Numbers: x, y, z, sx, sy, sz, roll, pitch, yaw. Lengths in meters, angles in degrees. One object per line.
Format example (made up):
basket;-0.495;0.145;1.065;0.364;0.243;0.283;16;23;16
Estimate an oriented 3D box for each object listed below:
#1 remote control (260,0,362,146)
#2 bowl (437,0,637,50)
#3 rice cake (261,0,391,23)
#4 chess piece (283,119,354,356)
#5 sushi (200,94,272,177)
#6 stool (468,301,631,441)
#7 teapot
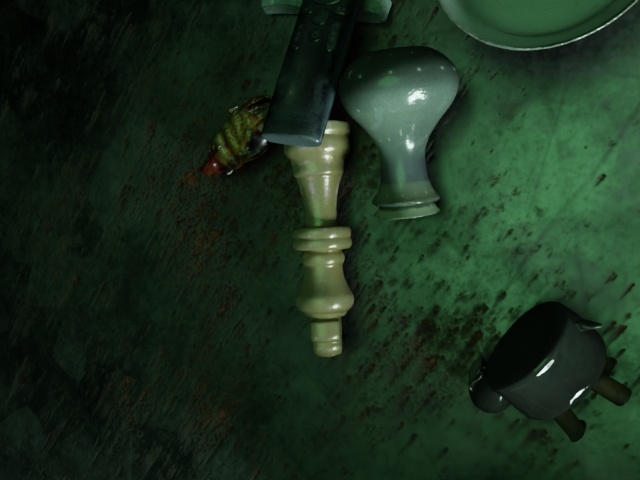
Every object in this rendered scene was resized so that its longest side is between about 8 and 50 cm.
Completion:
remote control;0.001;-0.332;0.917;0.107;0.044;0.377;12;78;20
bowl;0.317;-0.402;0.785;0.314;0.146;0.313;0;90;27
rice cake;0.007;-0.413;0.989;0.245;0.042;0.045;16;84;25
chess piece;0.000;0.000;0.964;0.117;0.117;0.396;-2;92;25
sushi;-0.138;-0.197;1.036;0.226;0.103;0.097;-35;103;19
stool;0.320;0.187;0.809;0.139;0.228;0.153;39;65;-1
teapot;0.126;-0.164;0.876;0.184;0.183;0.250;-2;102;25
